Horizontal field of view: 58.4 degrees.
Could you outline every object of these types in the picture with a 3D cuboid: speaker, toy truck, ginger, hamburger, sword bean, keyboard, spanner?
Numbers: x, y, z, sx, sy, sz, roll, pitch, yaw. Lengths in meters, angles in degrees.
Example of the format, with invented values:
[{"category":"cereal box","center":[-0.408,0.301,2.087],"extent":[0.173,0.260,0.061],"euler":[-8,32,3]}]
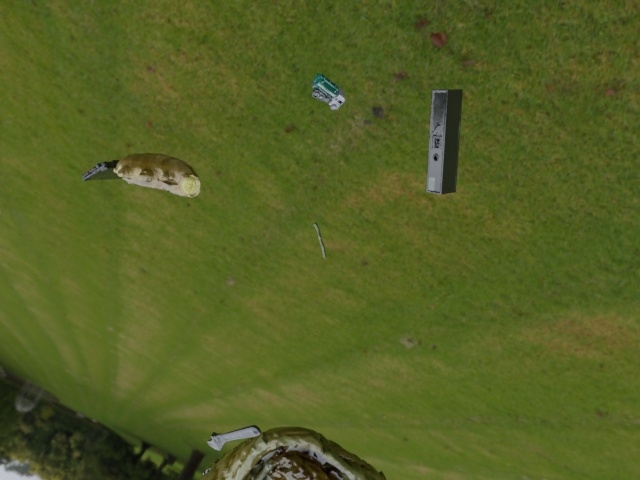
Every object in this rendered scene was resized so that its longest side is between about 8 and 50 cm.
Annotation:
[{"category":"speaker","center":[0.231,-0.185,1.073],"extent":[0.040,0.046,0.191],"euler":[19,114,51]},{"category":"toy truck","center":[0.016,-0.305,1.173],"extent":[0.044,0.039,0.083],"euler":[-30,139,34]},{"category":"ginger","center":[-0.348,-0.145,1.193],"extent":[0.205,0.081,0.115],"euler":[13,168,31]},{"category":"hamburger","center":[-0.036,0.262,0.567],"extent":[0.183,0.130,0.206],"euler":[38,114,-22]},{"category":"sword bean","center":[0.000,0.000,1.297],"extent":[0.012,0.012,0.083],"euler":[-7,102,46]},{"category":"keyboard","center":[-0.464,-0.163,1.327],"extent":[0.072,0.231,0.023],"euler":[-27,92,13]},{"category":"spanner","center":[-0.195,0.439,1.279],"extent":[0.208,0.012,0.046],"euler":[-30,102,41]}]
